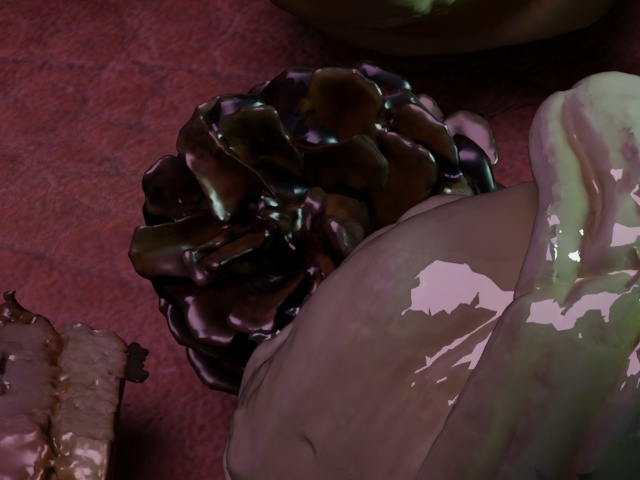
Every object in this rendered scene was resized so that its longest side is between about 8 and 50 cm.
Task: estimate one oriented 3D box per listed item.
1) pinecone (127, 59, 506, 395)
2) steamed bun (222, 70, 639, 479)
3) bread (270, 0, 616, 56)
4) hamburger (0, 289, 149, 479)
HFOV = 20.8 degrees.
[{"bbox_3d":[0.001,-0.004,0.880,0.179,0.204,0.184,-8,65,22],"label":"pinecone"},{"bbox_3d":[0.132,0.082,0.709,0.320,0.275,0.206,-33,26,11],"label":"steamed bun"},{"bbox_3d":[0.076,-0.242,1.051,0.300,0.210,0.341,13,55,14],"label":"bread"},{"bbox_3d":[-0.172,0.163,0.834,0.155,0.245,0.282,7,6,-5],"label":"hamburger"}]
